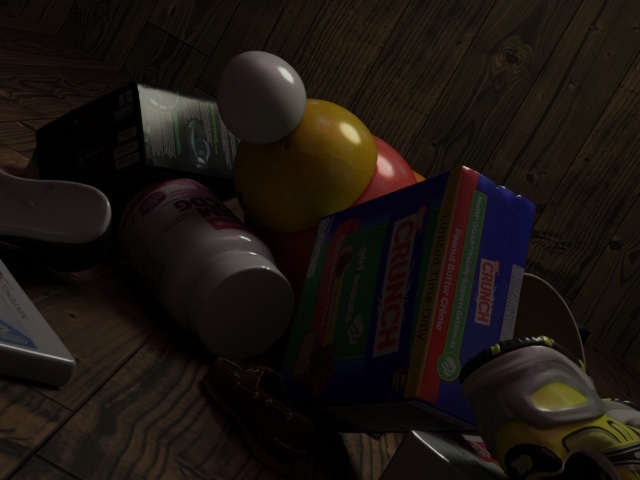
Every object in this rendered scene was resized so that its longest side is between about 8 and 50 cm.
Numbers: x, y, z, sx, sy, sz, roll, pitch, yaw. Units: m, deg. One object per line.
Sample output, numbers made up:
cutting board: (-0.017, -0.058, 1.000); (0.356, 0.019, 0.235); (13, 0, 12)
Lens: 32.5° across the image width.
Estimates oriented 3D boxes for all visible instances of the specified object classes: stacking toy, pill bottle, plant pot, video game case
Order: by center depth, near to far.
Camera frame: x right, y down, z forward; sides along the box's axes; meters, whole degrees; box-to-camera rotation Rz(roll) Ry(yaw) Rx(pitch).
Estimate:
video game case: (-0.434, 0.024, 1.075); (0.329, 0.036, 0.300); (21, 12, -43)
pill bottle: (-0.157, 0.035, 1.495); (0.160, 0.160, 0.283); (23, 11, -37)
stacking toy: (-0.012, -0.087, 1.562); (0.350, 0.351, 0.480); (39, -14, 47)
plant pot: (0.245, 0.201, 1.672); (0.284, 0.284, 0.191); (23, -23, -38)

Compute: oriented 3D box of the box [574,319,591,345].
box: (0.391, 0.216, 2.094); (0.153, 0.207, 0.108); (35, 10, 29)

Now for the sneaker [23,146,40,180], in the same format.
sneaker: (-0.353, -0.117, 1.856); (0.108, 0.121, 0.302); (36, 10, 33)

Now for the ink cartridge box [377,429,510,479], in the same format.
ink cartridge box: (0.231, 0.340, 1.139); (0.309, 0.130, 0.272); (36, 9, 32)

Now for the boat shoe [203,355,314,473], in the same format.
boat shoe: (-0.067, 0.183, 1.257); (0.073, 0.073, 0.207); (22, 11, -38)

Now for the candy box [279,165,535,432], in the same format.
candy box: (0.092, 0.084, 1.301); (0.122, 0.268, 0.317); (24, -21, -26)

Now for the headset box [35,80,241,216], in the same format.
headset box: (-0.247, -0.126, 1.695); (0.246, 0.131, 0.283); (-17, -15, 39)

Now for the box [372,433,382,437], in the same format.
box: (0.064, 0.231, 1.547); (0.094, 0.027, 0.137); (33, 9, 13)

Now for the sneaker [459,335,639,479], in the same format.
sneaker: (0.280, 0.241, 1.117); (0.385, 0.145, 0.147); (30, 37, -33)

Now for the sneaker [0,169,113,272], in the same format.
sneaker: (-0.392, -0.028, 1.365); (0.296, 0.104, 0.147); (13, -22, 6)
